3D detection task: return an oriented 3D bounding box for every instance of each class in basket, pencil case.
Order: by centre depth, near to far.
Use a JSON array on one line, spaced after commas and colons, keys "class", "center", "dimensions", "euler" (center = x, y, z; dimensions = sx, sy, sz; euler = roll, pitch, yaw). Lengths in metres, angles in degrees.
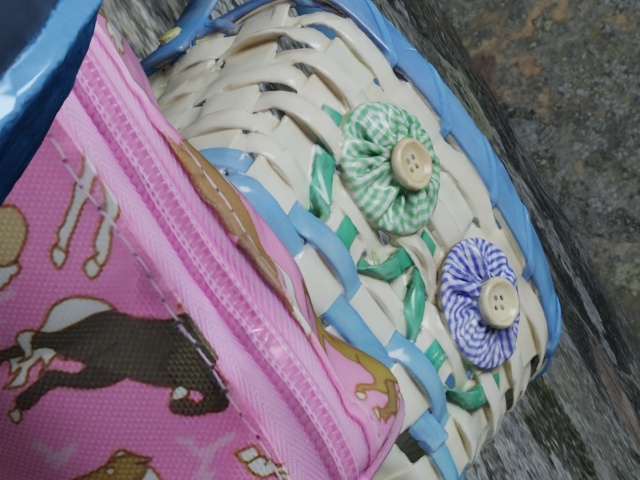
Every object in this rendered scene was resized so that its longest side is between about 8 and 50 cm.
[{"class": "pencil case", "center": [-0.124, -0.044, 0.489], "dimensions": [0.386, 0.160, 0.167], "euler": [58, 0, -18]}, {"class": "basket", "center": [0.000, 0.000, 0.753], "dimensions": [0.255, 0.201, 0.289], "euler": [55, 26, -21]}]

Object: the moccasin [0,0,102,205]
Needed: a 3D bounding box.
[{"class": "moccasin", "center": [-0.162, 0.033, 0.277], "dimensions": [0.116, 0.138, 0.342], "euler": [33, 39, -5]}]
